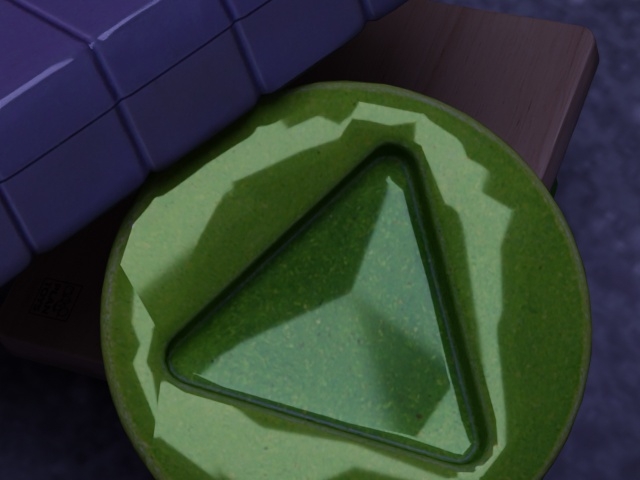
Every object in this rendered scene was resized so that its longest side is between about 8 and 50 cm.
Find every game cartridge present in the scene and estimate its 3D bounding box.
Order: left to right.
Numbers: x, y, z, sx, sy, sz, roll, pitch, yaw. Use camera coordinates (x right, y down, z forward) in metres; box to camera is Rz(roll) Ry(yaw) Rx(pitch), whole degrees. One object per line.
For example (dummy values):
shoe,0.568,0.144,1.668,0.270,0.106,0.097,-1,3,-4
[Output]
game cartridge,-0.115,-0.116,0.613,0.230,0.068,0.355,-40,38,-15

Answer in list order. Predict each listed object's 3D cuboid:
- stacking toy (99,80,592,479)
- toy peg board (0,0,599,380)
stacking toy,0.041,0.118,0.547,0.309,0.130,0.279,15,79,-4
toy peg board,0.000,0.000,0.655,0.160,0.079,0.161,12,63,22
